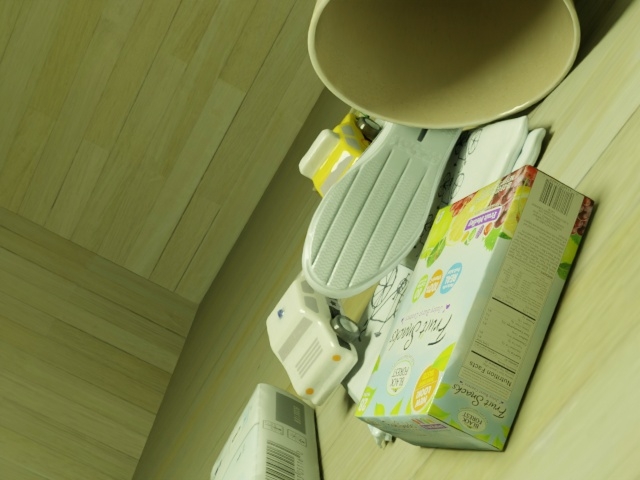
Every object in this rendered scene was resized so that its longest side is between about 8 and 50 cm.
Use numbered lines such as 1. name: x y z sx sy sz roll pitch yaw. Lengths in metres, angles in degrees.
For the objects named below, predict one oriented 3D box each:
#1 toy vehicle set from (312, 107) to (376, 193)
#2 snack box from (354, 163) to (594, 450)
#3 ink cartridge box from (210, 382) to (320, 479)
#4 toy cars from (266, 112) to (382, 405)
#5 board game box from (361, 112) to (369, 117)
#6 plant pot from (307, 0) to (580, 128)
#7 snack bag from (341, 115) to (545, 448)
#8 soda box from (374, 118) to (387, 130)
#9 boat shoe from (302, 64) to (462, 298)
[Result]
1. toy vehicle set: 0.072 -0.226 2.032 0.267 0.035 0.166 -65 9 -14
2. snack box: 0.118 0.060 0.797 0.207 0.070 0.174 -67 10 -16
3. ink cartridge box: -0.126 0.390 1.155 0.385 0.091 0.308 -60 9 9
4. toy cars: 0.000 0.000 1.189 0.176 0.087 0.394 -22 49 56
5. board game box: 0.148 -0.325 1.312 0.317 0.046 0.213 -47 -16 -7
6. plant pot: 0.126 -0.299 1.014 0.256 0.256 0.274 130 150 -55
7. snack bag: 0.104 0.029 1.079 0.343 0.037 0.323 -63 9 0
8. soda box: 0.091 -0.089 1.327 0.286 0.091 0.098 -61 9 8
9. boat shoe: 0.081 -0.057 1.093 0.302 0.109 0.094 -56 -8 -18
